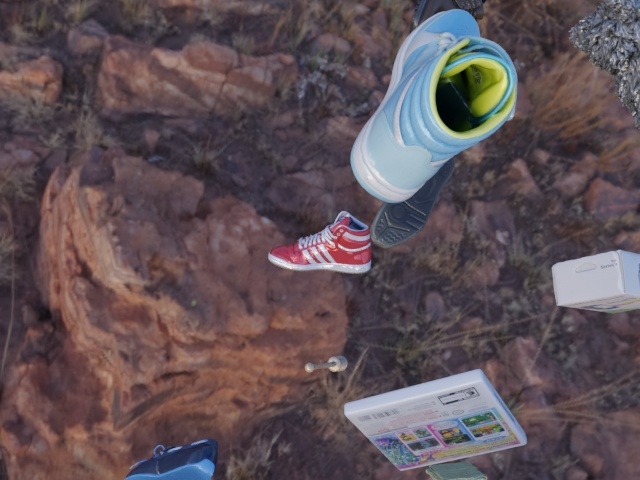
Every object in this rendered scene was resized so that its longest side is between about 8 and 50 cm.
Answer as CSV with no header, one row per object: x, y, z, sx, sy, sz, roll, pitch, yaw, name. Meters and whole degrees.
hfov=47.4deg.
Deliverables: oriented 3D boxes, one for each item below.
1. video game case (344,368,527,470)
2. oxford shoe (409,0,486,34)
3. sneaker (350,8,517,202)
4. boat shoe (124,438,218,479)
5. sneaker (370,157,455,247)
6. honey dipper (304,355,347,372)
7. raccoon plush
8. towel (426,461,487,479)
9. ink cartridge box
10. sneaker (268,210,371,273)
0.128,0.201,0.800,0.143,0.157,0.019,52,28,-38,video game case
0.228,-0.401,1.238,0.096,0.082,0.227,31,54,17,oxford shoe
0.171,-0.201,0.874,0.127,0.208,0.319,33,59,-14,sneaker
-0.303,0.483,1.537,0.109,0.258,0.089,55,33,-26,boat shoe
0.162,-0.069,1.385,0.087,0.130,0.227,34,71,-3,sneaker
0.008,0.238,1.398,0.030,0.030,0.161,52,15,21,honey dipper
0.605,-0.281,1.325,0.299,0.216,0.446,28,44,-8,raccoon plush
0.387,0.668,2.081,0.148,0.027,0.110,-1,9,-18,towel
0.599,0.088,1.483,0.212,0.154,0.093,12,69,-38,ink cartridge box
0.000,0.000,0.829,0.119,0.067,0.042,3,28,1,sneaker
